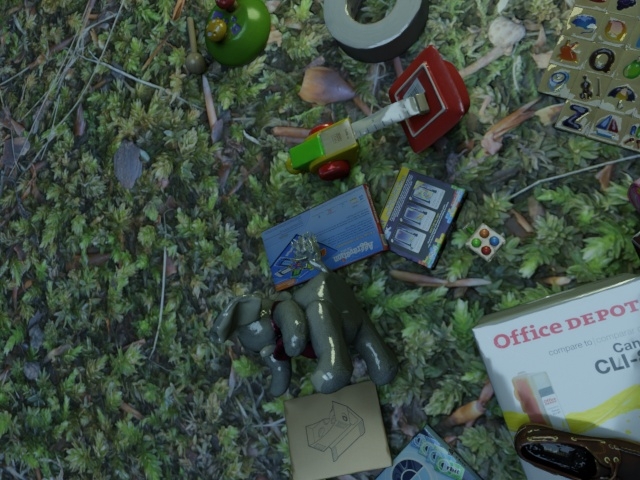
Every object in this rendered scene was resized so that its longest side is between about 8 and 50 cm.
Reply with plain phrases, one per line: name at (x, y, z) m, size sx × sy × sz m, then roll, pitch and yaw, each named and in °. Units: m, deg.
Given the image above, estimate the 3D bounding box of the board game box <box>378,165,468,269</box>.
board game box at (0.197, -0.045, 0.977) m, size 0.141 × 0.048 × 0.170 m, roll 26°, pitch 95°, yaw 24°

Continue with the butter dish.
butter dish at (0.234, -0.277, 0.954) m, size 0.160 × 0.118 × 0.160 m, roll -40°, pitch 69°, yaw 58°

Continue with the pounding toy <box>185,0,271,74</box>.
pounding toy at (-0.248, -0.521, 1.169) m, size 0.237 × 0.110 × 0.183 m, roll -11°, pitch 81°, yaw 20°

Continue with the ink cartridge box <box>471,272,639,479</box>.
ink cartridge box at (0.446, 0.275, 0.783) m, size 0.279 × 0.160 × 0.385 m, roll -22°, pitch 77°, yaw 20°

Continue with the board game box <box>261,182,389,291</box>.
board game box at (0.000, 0.000, 1.036) m, size 0.281 × 0.027 × 0.145 m, roll -23°, pitch 75°, yaw 30°

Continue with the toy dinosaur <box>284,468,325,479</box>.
toy dinosaur at (-0.020, 0.522, 1.007) m, size 0.092 × 0.053 × 0.183 m, roll -43°, pitch 71°, yaw 12°

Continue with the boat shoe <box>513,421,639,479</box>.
boat shoe at (0.383, 0.314, 0.681) m, size 0.207 × 0.073 × 0.073 m, roll 3°, pitch 87°, yaw 23°

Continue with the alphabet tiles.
alphabet tiles at (0.579, -0.337, 0.871) m, size 0.285 × 0.011 × 0.343 m, roll 24°, pitch 94°, yaw 23°

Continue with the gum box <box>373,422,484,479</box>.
gum box at (0.201, 0.477, 0.927) m, size 0.157 × 0.041 × 0.184 m, roll 43°, pitch 100°, yaw 20°

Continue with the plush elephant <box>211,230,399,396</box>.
plush elephant at (-0.056, 0.182, 0.947) m, size 0.255 × 0.272 × 0.330 m, roll -34°, pitch 71°, yaw 22°

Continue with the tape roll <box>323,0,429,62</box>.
tape roll at (0.119, -0.502, 1.040) m, size 0.219 × 0.072 × 0.219 m, roll -3°, pitch 83°, yaw 22°

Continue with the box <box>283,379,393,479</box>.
box at (0.030, 0.385, 0.975) m, size 0.201 × 0.021 × 0.164 m, roll -15°, pitch 64°, yaw 9°

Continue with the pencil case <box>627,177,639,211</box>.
pencil case at (0.644, -0.127, 0.766) m, size 0.284 × 0.124 × 0.124 m, roll -38°, pitch 72°, yaw 14°

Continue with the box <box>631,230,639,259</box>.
box at (0.594, 0.036, 0.695) m, size 0.168 × 0.203 × 0.167 m, roll -42°, pitch 47°, yaw 16°

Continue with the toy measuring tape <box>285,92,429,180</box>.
toy measuring tape at (0.074, -0.206, 1.000) m, size 0.330 × 0.121 × 0.121 m, roll -20°, pitch 78°, yaw 25°

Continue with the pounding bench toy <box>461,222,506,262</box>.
pounding bench toy at (0.302, -0.005, 0.920) m, size 0.083 × 0.065 × 0.052 m, roll 41°, pitch 100°, yaw 21°
